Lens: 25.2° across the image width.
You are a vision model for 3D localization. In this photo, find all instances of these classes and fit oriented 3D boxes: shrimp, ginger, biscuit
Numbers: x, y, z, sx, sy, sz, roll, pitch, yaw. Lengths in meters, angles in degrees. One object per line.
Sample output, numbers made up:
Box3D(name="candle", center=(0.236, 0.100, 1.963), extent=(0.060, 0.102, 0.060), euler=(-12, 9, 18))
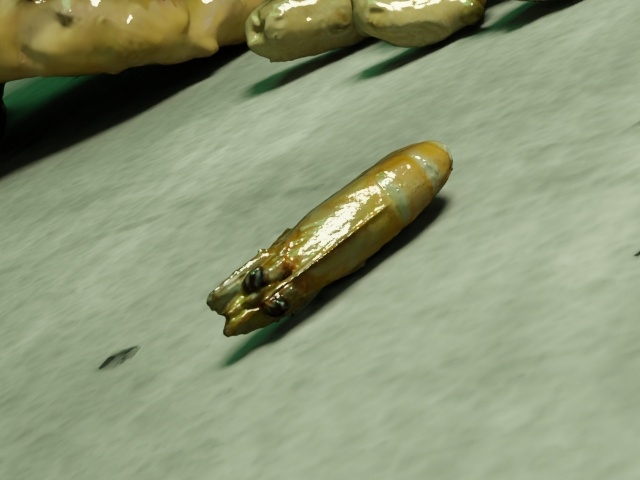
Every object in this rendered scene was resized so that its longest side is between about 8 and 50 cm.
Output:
Box3D(name="shrimp", center=(0.000, 0.000, 0.449), extent=(0.108, 0.023, 0.059), euler=(-37, 10, -33))
Box3D(name="ginger", center=(0.059, -0.138, 0.730), extent=(0.259, 0.065, 0.149), euler=(-16, 21, 26))
Box3D(name="biscuit", center=(-0.218, -0.205, 1.078), extent=(0.429, 0.104, 0.446), euler=(-20, 33, -41))

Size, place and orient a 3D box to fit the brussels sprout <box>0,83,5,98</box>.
Box3D(name="brussels sprout", center=(-0.378, -0.156, 1.246), extent=(0.223, 0.223, 0.161), euler=(-77, 11, -70))

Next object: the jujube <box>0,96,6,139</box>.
Box3D(name="jujube", center=(-0.310, -0.087, 1.078), extent=(0.166, 0.104, 0.104), euler=(-18, 17, 38))
